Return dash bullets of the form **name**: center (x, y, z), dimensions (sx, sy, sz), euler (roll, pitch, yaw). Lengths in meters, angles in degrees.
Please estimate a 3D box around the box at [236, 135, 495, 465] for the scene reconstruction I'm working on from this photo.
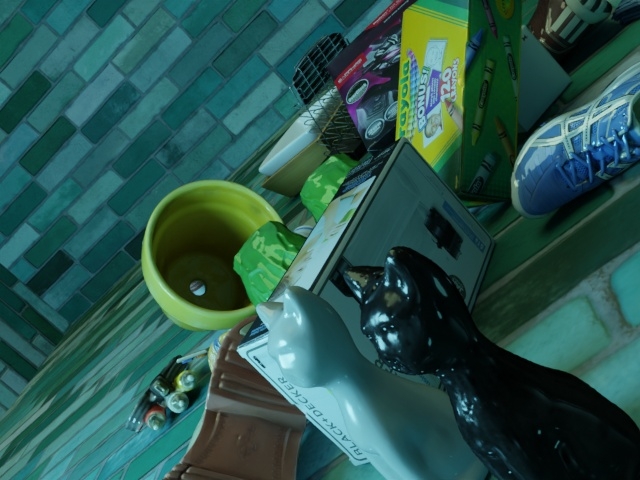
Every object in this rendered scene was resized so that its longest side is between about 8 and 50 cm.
- **box**: center (0.061, 0.050, 0.760), dimensions (0.087, 0.169, 0.290), euler (-29, 20, 43)

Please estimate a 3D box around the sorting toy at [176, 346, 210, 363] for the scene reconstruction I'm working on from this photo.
- **sorting toy**: center (-0.206, 0.198, 1.351), dimensions (0.083, 0.012, 0.062), euler (-20, -3, 0)

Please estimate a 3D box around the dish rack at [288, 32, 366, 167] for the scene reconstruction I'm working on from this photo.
- **dish rack**: center (0.030, -0.295, 1.661), dimensions (0.074, 0.272, 0.208), euler (5, 48, 44)

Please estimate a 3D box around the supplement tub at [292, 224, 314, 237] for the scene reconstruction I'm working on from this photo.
- **supplement tub**: center (-0.031, 0.029, 1.281), dimensions (0.071, 0.071, 0.107), euler (-36, 17, 34)

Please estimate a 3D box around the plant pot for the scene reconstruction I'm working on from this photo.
- **plant pot**: center (-0.202, 0.054, 1.394), dimensions (0.254, 0.254, 0.239), euler (-53, 1, -30)

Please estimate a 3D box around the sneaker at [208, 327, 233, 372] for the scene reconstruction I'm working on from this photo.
- **sneaker**: center (-0.026, 0.121, 0.991), dimensions (0.296, 0.112, 0.131), euler (-31, 3, 42)

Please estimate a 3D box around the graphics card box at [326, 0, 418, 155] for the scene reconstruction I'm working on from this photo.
- **graphics card box**: center (0.152, -0.304, 1.432), dimensions (0.232, 0.094, 0.371), euler (-40, 35, 17)

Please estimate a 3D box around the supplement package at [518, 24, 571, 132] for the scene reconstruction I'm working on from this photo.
- **supplement package**: center (0.248, -0.218, 1.107), dimensions (0.105, 0.105, 0.179), euler (-48, 13, -10)

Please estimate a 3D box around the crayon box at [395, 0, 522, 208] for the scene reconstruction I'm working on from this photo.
- **crayon box**: center (0.169, -0.179, 0.972), dimensions (0.165, 0.081, 0.279), euler (168, 107, -67)

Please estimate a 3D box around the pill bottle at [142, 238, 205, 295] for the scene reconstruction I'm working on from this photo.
- **pill bottle**: center (-0.250, 0.037, 1.590), dimensions (0.121, 0.216, 0.121), euler (-42, 13, 12)

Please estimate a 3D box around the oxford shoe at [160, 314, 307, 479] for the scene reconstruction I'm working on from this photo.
- **oxford shoe**: center (-0.090, 0.263, 0.746), dimensions (0.147, 0.140, 0.397), euler (104, -172, -47)

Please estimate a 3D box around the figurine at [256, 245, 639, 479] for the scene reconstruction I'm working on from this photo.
- **figurine**: center (0.064, 0.096, 0.518), dimensions (0.092, 0.209, 0.215), euler (-53, 15, -29)

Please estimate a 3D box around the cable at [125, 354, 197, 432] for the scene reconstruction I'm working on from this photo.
- **cable**: center (-0.271, 0.274, 1.357), dimensions (0.139, 0.072, 0.287), euler (-52, 3, -9)

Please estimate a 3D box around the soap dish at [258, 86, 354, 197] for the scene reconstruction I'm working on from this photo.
- **soap dish**: center (-0.011, -0.248, 1.921), dimensions (0.229, 0.118, 0.291), euler (-34, 18, 39)

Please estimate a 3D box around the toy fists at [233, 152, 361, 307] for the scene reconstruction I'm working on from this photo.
- **toy fists**: center (0.000, 0.000, 1.160), dimensions (0.279, 0.096, 0.142), euler (-45, 43, -2)

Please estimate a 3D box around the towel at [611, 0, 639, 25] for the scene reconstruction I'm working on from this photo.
- **towel**: center (0.447, -0.346, 1.051), dimensions (0.119, 0.029, 0.067), euler (-51, 16, -23)

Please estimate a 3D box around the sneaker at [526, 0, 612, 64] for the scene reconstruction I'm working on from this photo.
- **sneaker**: center (0.335, -0.324, 1.177), dimensions (0.162, 0.106, 0.281), euler (-52, 4, 22)

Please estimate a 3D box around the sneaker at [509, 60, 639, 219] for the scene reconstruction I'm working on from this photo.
- **sneaker**: center (0.271, -0.100, 0.750), dimensions (0.211, 0.080, 0.081), euler (-44, 11, 12)
